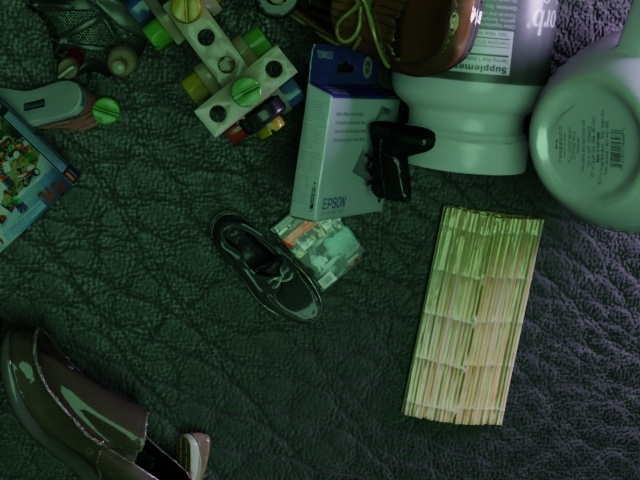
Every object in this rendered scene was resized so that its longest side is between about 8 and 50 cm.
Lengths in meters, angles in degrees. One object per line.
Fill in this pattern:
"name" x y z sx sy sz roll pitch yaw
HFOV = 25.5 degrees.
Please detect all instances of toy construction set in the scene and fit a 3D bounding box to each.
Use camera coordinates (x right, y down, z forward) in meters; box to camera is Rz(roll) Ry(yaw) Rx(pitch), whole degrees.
"toy construction set" -0.160 -0.216 1.689 0.309 0.237 0.257 -12 105 0

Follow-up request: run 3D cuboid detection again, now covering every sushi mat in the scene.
"sushi mat" 0.218 0.111 2.030 0.152 0.019 0.316 9 99 -13

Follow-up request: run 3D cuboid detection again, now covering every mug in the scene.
"mug" 0.432 -0.187 1.801 0.328 0.276 0.374 -15 121 -49

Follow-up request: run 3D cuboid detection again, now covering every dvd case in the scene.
"dvd case" 0.000 0.000 1.973 0.087 0.013 0.119 -40 103 -1

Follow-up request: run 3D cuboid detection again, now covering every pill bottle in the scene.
"pill bottle" 0.202 -0.277 1.859 0.210 0.210 0.362 3 100 -11

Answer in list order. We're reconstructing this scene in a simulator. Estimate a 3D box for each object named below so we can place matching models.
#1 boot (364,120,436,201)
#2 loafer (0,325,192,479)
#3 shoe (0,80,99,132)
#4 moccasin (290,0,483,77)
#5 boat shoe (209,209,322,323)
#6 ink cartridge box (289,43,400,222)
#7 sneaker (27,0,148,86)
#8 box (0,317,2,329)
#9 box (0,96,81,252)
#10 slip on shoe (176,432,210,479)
"boot" 0.104 -0.098 1.821 0.045 0.121 0.099 -17 113 -36
"loafer" -0.290 0.243 1.896 0.130 0.134 0.366 -30 116 12
"shoe" -0.370 -0.166 1.850 0.178 0.081 0.063 -7 77 20
"moccasin" 0.062 -0.293 1.737 0.147 0.380 0.139 11 106 -33
"boat shoe" -0.073 0.044 1.941 0.075 0.065 0.206 -43 105 -1
"ink cartridge box" 0.039 -0.142 1.858 0.045 0.223 0.223 11 100 24
"sneaker" -0.338 -0.281 1.822 0.228 0.087 0.130 29 87 -19
"box" -0.486 0.237 1.840 0.103 0.184 0.261 10 99 -14
"box" -0.447 -0.063 1.824 0.233 0.044 0.159 -40 106 20
"slip on shoe" -0.181 0.333 1.987 0.041 0.051 0.135 -6 105 -42
